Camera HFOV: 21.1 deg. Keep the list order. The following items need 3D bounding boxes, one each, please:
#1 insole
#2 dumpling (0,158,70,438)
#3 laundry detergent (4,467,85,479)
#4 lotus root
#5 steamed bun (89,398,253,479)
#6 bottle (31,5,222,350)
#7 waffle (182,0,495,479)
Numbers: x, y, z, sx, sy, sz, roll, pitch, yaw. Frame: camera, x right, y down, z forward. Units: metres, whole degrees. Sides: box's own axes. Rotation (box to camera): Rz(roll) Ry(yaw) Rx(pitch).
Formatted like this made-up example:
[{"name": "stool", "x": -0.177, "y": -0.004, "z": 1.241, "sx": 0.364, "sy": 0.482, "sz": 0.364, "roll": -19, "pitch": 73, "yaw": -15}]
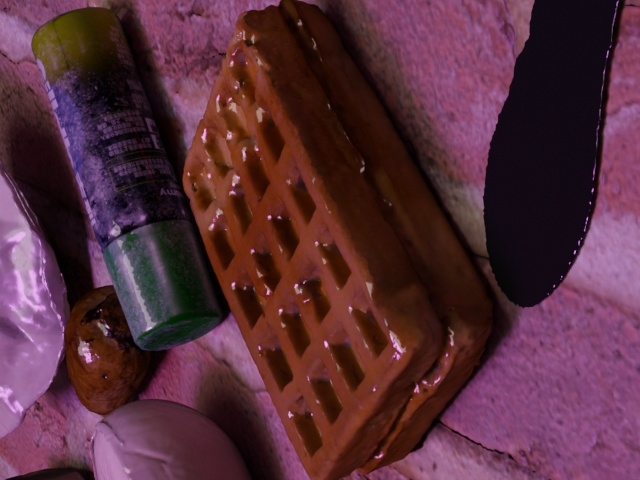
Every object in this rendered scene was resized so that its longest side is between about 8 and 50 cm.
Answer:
[{"name": "insole", "x": 0.152, "y": -0.094, "z": 1.116, "sx": 0.109, "sy": 0.007, "sz": 0.322, "roll": 42, "pitch": 134, "yaw": 45}, {"name": "dumpling", "x": -0.374, "y": 0.051, "z": 1.938, "sx": 0.260, "sy": 0.181, "sz": 0.341, "roll": 3, "pitch": 81, "yaw": 51}, {"name": "laundry detergent", "x": -0.307, "y": 0.399, "z": 2.015, "sx": 0.181, "sy": 0.091, "sz": 0.253, "roll": -10, "pitch": 91, "yaw": 63}, {"name": "lotus root", "x": -0.221, "y": 0.127, "z": 1.773, "sx": 0.191, "sy": 0.094, "sz": 0.108, "roll": 107, "pitch": 176, "yaw": -48}, {"name": "steamed bun", "x": -0.124, "y": 0.254, "z": 1.600, "sx": 0.177, "sy": 0.130, "sz": 0.228, "roll": 117, "pitch": 133, "yaw": -62}, {"name": "bottle", "x": -0.185, "y": -0.060, "z": 1.637, "sx": 0.093, "sy": 0.093, "sz": 0.330, "roll": -48, "pitch": 58, "yaw": 55}, {"name": "waffle", "x": 0.000, "y": 0.000, "z": 1.331, "sx": 0.328, "sy": 0.098, "sz": 0.224, "roll": 62, "pitch": 145, "yaw": 26}]
